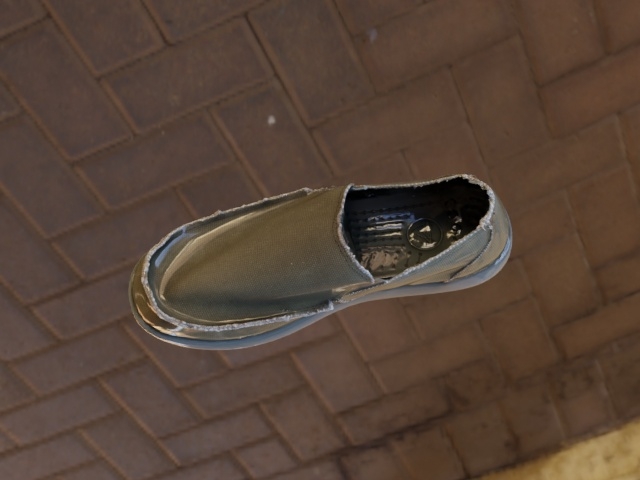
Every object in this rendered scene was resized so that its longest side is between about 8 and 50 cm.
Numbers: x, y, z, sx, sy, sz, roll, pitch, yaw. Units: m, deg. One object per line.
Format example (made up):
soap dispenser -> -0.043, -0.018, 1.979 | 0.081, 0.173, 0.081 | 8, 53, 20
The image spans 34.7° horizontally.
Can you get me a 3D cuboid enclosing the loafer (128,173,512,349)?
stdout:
loafer -> 0.000, 0.000, 0.643 | 0.251, 0.094, 0.087 | -15, 159, -4
